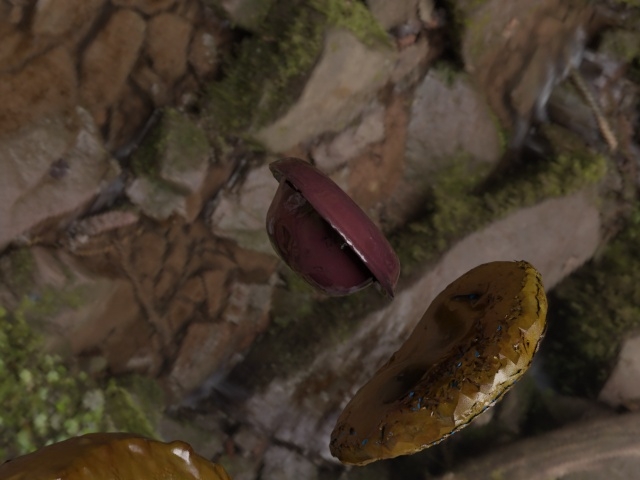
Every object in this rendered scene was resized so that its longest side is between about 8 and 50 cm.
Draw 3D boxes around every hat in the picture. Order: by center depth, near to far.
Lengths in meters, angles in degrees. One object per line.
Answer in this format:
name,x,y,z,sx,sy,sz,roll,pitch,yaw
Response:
hat,0.000,0.000,1.131,0.089,0.205,0.205,-44,151,-5

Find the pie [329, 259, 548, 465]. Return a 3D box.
pie,0.117,0.126,1.058,0.273,0.069,0.273,-45,-172,8

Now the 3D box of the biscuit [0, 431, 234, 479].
biscuit,-0.128,0.243,0.580,0.295,0.075,0.296,-8,101,-48
